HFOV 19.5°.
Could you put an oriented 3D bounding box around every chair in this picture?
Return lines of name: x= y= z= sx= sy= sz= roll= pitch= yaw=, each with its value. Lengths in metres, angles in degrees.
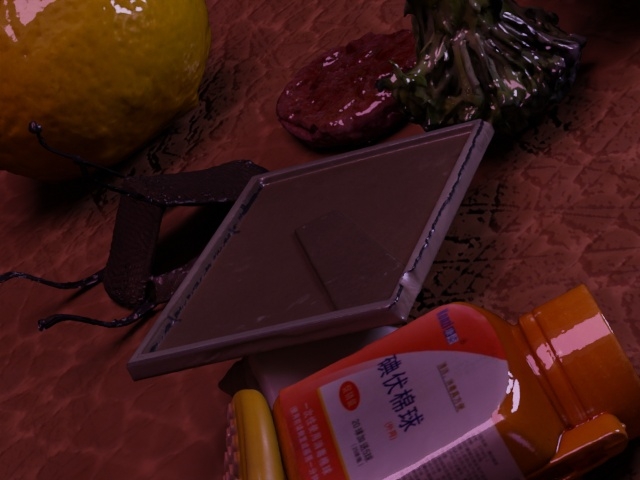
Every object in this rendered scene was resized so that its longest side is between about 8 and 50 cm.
chair: x=-0.150 y=-0.012 z=1.591 sx=0.213 sy=0.149 sz=0.174 roll=2 pitch=16 yaw=-29

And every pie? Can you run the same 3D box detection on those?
pie: x=0.032 y=-0.133 z=1.645 sx=0.153 sy=0.038 sz=0.153 roll=-24 pitch=30 yaw=15

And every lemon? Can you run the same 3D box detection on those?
lemon: x=-0.231 y=-0.176 z=1.746 sx=0.288 sy=0.233 sz=0.233 roll=-45 pitch=34 yaw=-6

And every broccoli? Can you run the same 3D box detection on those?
broccoli: x=0.098 y=-0.219 z=1.452 sx=0.145 sy=0.304 sz=0.165 roll=-15 pitch=34 yaw=22

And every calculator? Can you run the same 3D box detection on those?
calculator: x=-0.040 y=0.195 z=1.173 sx=0.032 sy=0.146 sz=0.235 roll=-1 pitch=40 yaw=-8

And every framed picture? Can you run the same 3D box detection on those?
framed picture: x=0.000 y=0.000 z=1.364 sx=0.211 sy=0.020 sz=0.289 roll=-14 pitch=23 yaw=24

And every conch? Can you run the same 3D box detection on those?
conch: x=0.015 y=0.085 z=1.315 sx=0.176 sy=0.104 sz=0.094 roll=-24 pitch=68 yaw=5

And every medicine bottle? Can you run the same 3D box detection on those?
medicine bottle: x=0.093 y=0.122 z=1.179 sx=0.222 sy=0.112 sz=0.149 roll=-29 pitch=32 yaw=5
